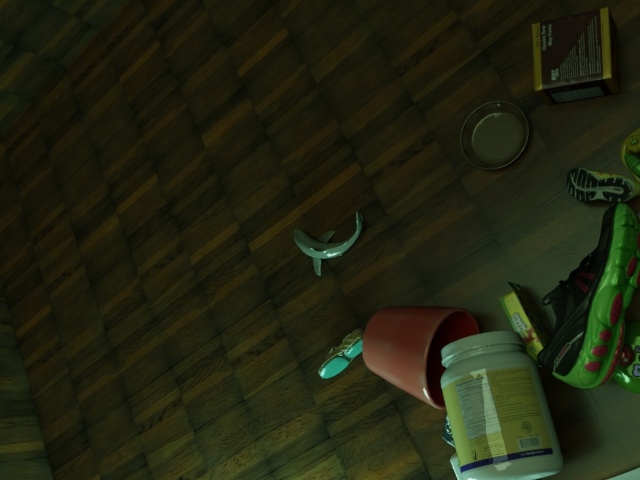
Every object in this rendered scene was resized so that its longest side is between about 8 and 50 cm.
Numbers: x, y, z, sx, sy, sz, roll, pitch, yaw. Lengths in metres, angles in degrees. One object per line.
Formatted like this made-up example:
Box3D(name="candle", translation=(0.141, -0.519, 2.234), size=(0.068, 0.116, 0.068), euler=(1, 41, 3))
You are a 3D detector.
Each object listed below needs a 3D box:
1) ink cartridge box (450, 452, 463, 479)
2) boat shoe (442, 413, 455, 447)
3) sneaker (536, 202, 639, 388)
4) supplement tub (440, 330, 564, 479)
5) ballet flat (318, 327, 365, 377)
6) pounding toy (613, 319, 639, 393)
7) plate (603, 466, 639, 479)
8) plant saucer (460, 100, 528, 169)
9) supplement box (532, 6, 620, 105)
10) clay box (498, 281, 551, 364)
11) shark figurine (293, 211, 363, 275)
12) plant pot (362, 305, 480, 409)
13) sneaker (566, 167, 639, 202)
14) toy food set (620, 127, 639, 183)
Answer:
Box3D(name="ink cartridge box", translation=(0.463, 0.642, 1.837), size=(0.181, 0.056, 0.225), euler=(-25, 83, 28))
Box3D(name="boat shoe", translation=(0.420, 0.533, 1.916), size=(0.183, 0.065, 0.083), euler=(20, 111, 28))
Box3D(name="sneaker", translation=(0.648, 0.112, 1.718), size=(0.202, 0.185, 0.483), euler=(7, 64, 47))
Box3D(name="supplement tub", translation=(0.425, 0.407, 1.708), size=(0.241, 0.241, 0.331), euler=(-23, 62, 27))
Box3D(name="ballet flat", translation=(0.071, 0.342, 2.173), size=(0.206, 0.073, 0.067), euler=(-40, 36, 18))
Box3D(name="pounding toy", translation=(0.779, 0.302, 1.691), size=(0.183, 0.110, 0.237), euler=(-35, 65, 23))
Box3D(name="plate", translation=(0.807, 0.662, 1.651), size=(0.278, 0.045, 0.277), euler=(-33, 67, 24))
Box3D(name="plant saucer", translation=(0.497, -0.295, 2.016), size=(0.198, 0.036, 0.199), euler=(-6, 79, 31))
Box3D(name="supplement box", translation=(0.676, -0.482, 1.877), size=(0.194, 0.129, 0.191), euler=(-5, 79, 31))
Box3D(name="clay box", translation=(0.539, 0.218, 1.848), size=(0.053, 0.127, 0.222), euler=(-34, 65, 23))
Box3D(name="shark figurine", translation=(0.021, 0.011, 2.225), size=(0.278, 0.116, 0.166), euler=(-15, 75, 32))
Box3D(name="plant pot", translation=(0.265, 0.299, 1.945), size=(0.243, 0.275, 0.275), euler=(9, 87, 42))
Box3D(name="sneaker", translation=(0.729, -0.138, 1.822), size=(0.208, 0.094, 0.081), euler=(28, 119, 54))
Box3D(name="toy food set", translation=(0.836, -0.194, 1.761), size=(0.128, 0.071, 0.218), euler=(-41, 63, 21))
